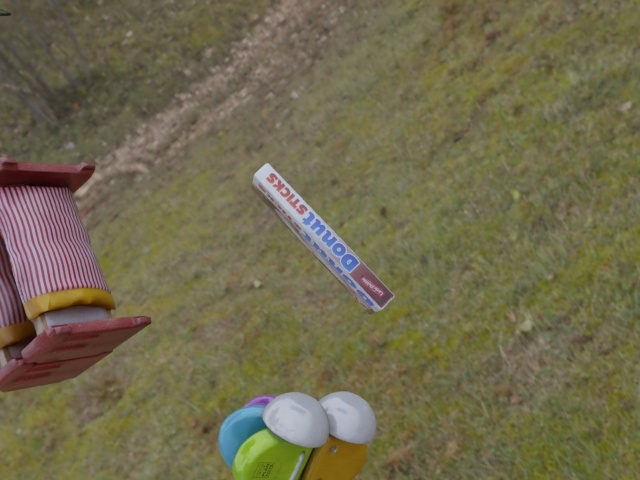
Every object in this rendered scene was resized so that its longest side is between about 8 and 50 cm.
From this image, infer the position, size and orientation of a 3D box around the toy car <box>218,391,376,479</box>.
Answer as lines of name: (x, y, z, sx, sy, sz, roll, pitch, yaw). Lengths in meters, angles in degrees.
toy car: (-0.037, 0.230, 1.020, 0.136, 0.182, 0.159, 37, 110, 41)

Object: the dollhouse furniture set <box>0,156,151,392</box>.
dollhouse furniture set: (-0.370, 0.044, 0.851, 0.152, 0.374, 0.201, -35, 72, 34)

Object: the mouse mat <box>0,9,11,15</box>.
mouse mat: (-0.458, -0.264, 1.004, 0.190, 0.153, 0.007, 19, 112, 35)

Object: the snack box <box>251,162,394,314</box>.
snack box: (0.000, 0.000, 0.895, 0.022, 0.178, 0.064, -43, -2, -12)
